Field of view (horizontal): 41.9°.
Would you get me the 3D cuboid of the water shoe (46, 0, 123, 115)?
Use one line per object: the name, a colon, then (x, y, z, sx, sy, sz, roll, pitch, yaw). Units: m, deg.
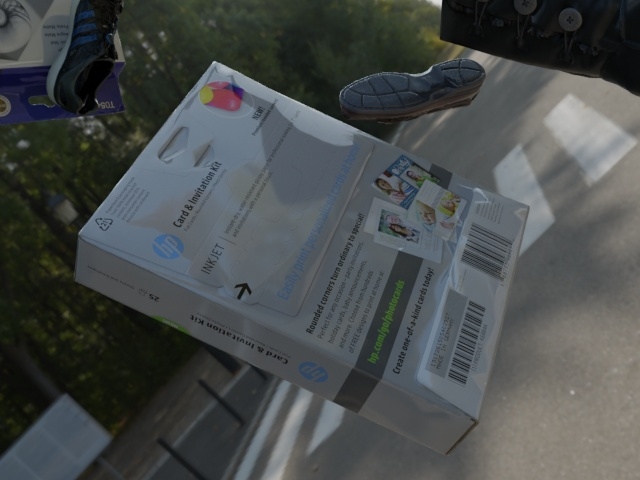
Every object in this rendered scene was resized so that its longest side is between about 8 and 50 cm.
water shoe: (-0.291, -0.262, 1.103, 0.073, 0.080, 0.203, 1, -64, -59)

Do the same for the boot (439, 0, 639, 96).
boot: (0.426, -0.453, 1.379, 0.146, 0.445, 0.367, -25, -46, -46)

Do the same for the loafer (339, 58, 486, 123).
loafer: (0.179, -0.269, 1.618, 0.302, 0.109, 0.095, -16, -36, -15)

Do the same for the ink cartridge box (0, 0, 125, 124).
ink cartridge box: (-0.385, -0.277, 1.140, 0.223, 0.224, 0.045, -14, -1, -36)

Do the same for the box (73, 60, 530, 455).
box: (0.000, 0.000, 0.406, 0.038, 0.186, 0.145, 115, 180, -47)
